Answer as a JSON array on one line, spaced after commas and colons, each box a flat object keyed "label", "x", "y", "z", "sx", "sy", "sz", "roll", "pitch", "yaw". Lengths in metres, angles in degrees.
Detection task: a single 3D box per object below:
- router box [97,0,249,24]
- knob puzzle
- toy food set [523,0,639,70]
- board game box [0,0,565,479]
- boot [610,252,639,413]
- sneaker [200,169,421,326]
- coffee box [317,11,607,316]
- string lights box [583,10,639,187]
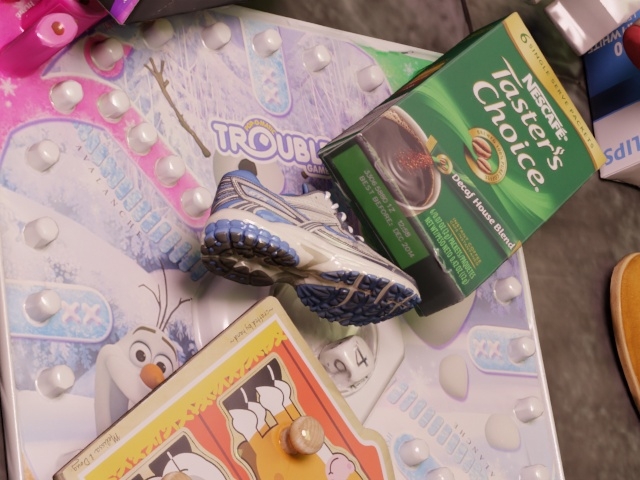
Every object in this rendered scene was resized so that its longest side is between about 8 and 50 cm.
[{"label": "router box", "x": -0.085, "y": -0.183, "z": 1.000, "sx": 0.133, "sy": 0.046, "sz": 0.179, "roll": 47, "pitch": 32, "yaw": 14}, {"label": "knob puzzle", "x": -0.016, "y": 0.144, "z": 0.903, "sx": 0.213, "sy": 0.030, "sz": 0.213, "roll": 20, "pitch": 58, "yaw": -36}, {"label": "toy food set", "x": 0.156, "y": -0.163, "z": 1.191, "sx": 0.104, "sy": 0.111, "sz": 0.232, "roll": -39, "pitch": 92, "yaw": -12}, {"label": "board game box", "x": 0.001, "y": 0.045, "z": 1.023, "sx": 0.390, "sy": 0.050, "sz": 0.390, "roll": 7, "pitch": 67, "yaw": -41}, {"label": "boot", "x": 0.327, "y": 0.112, "z": 1.185, "sx": 0.104, "sy": 0.211, "sz": 0.295, "roll": -29, "pitch": 92, "yaw": -47}, {"label": "sneaker", "x": 0.000, "y": 0.000, "z": 0.970, "sx": 0.135, "sy": 0.052, "sz": 0.058, "roll": 25, "pitch": 51, "yaw": -34}, {"label": "coffee box", "x": 0.086, "y": -0.048, "z": 1.080, "sx": 0.184, "sy": 0.040, "sz": 0.113, "roll": -38, "pitch": 98, "yaw": -46}, {"label": "string lights box", "x": 0.250, "y": -0.162, "z": 1.335, "sx": 0.133, "sy": 0.077, "sz": 0.259, "roll": 12, "pitch": 64, "yaw": -40}]
